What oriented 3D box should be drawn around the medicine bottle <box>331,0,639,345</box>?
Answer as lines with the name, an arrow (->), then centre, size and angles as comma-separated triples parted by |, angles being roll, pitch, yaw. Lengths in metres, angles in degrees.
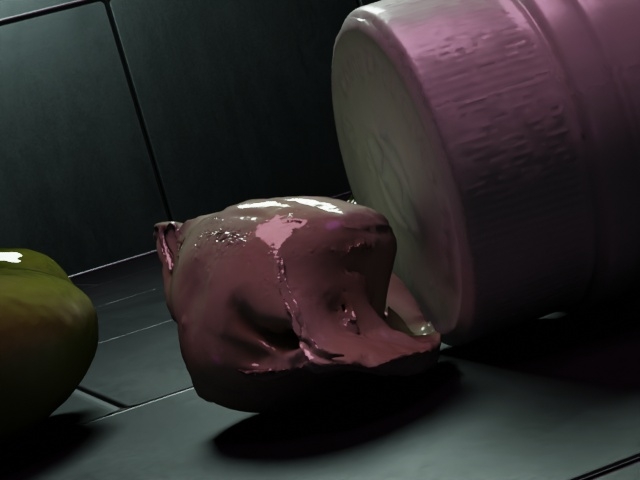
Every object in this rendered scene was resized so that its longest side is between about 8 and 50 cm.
medicine bottle -> 0.187, -0.075, 0.822 | 0.332, 0.190, 0.190 | -17, 4, -9

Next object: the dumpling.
dumpling -> -0.009, 0.029, 0.780 | 0.136, 0.118, 0.199 | -2, 23, -35

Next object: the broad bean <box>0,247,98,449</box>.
broad bean -> -0.248, 0.080, 0.930 | 0.238, 0.119, 0.291 | -14, 5, 30

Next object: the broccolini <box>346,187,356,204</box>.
broccolini -> -0.009, 0.000, 1.552 | 0.201, 0.074, 0.058 | -21, 23, -34
